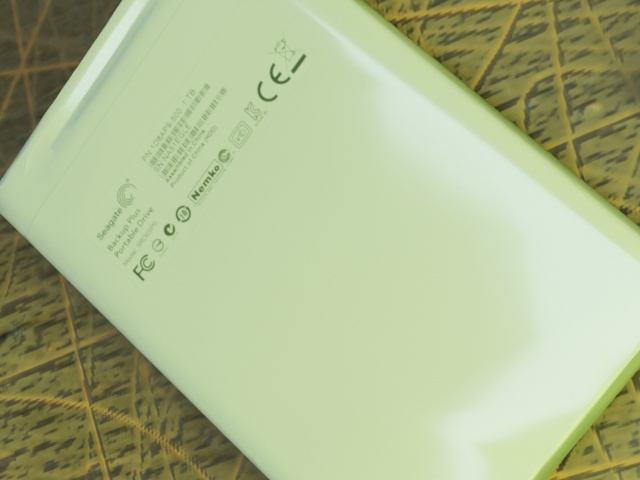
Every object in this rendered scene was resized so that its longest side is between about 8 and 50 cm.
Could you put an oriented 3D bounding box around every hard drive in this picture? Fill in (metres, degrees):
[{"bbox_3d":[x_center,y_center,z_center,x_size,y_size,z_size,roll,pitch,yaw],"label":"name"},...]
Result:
[{"bbox_3d":[0.000,0.000,0.895,0.353,0.047,0.233,42,105,20],"label":"hard drive"}]
